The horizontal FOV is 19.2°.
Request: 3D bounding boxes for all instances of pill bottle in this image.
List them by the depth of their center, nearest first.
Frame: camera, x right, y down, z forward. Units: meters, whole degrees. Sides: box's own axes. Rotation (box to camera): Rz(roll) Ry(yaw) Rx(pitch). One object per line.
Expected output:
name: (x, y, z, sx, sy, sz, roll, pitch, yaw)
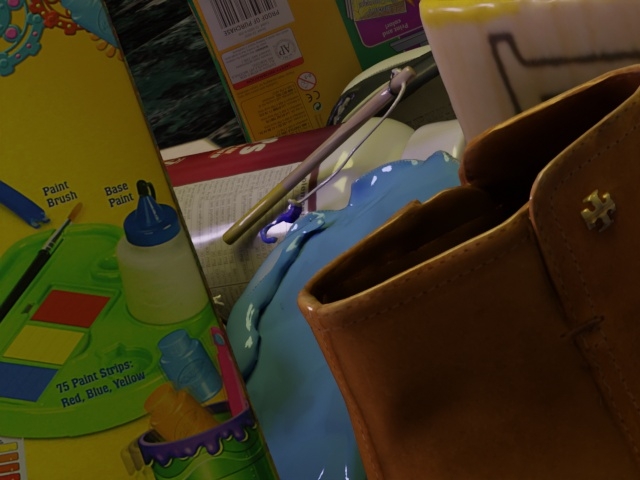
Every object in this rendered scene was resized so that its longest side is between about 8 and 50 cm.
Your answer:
pill bottle: (0.000, 0.000, 1.019, 0.221, 0.121, 0.121, -10, 23, 31)

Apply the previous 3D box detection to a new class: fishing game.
fishing game: (0.021, 0.047, 0.863, 0.189, 0.041, 0.264, -45, 36, 17)

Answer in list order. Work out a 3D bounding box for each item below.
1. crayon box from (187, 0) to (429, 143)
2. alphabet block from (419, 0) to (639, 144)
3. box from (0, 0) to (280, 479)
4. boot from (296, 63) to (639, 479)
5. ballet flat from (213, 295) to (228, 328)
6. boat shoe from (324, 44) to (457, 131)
crayon box: (0.064, -0.152, 1.275, 0.278, 0.165, 0.081, -22, 20, -1)
alphabet block: (0.194, -0.064, 0.868, 0.193, 0.197, 0.192, 2, 31, 48)
box: (-0.182, 0.067, 0.716, 0.290, 0.279, 0.177, -19, -7, -7)
boot: (0.152, 0.031, 0.653, 0.295, 0.211, 0.104, -27, 21, -13)
ballet flat: (-0.100, 0.032, 0.943, 0.074, 0.203, 0.074, -36, 32, 28)
boat shoe: (0.141, -0.099, 1.155, 0.303, 0.114, 0.091, -28, 17, 20)
